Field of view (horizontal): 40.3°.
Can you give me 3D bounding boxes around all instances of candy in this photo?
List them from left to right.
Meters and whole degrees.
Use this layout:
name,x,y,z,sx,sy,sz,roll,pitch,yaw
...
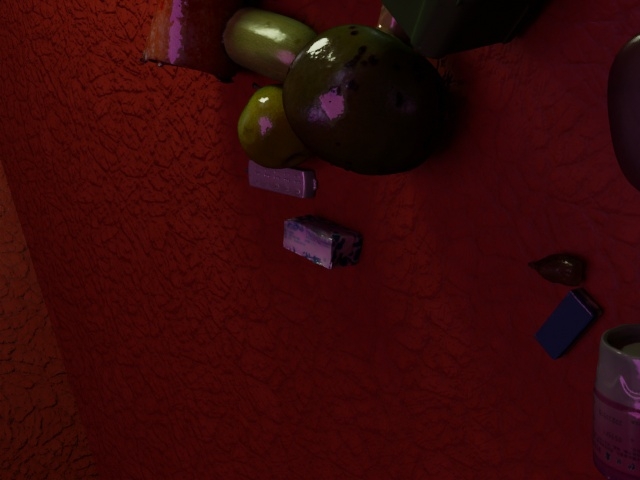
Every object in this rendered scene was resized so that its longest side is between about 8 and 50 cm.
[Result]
name,x,y,z,sx,sy,sz,roll,pitch,yaw
candy,0.000,0.000,1.798,0.160,0.092,0.073,24,116,43

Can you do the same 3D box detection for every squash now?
name,x,y,z,sx,sy,sz,roll,pitch,yaw
squash,-0.078,-0.389,1.764,0.247,0.133,0.132,28,121,41

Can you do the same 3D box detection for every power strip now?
name,x,y,z,sx,sy,sz,roll,pitch,yaw
power strip,-0.098,-0.140,1.929,0.253,0.027,0.060,16,112,47
power strip,0.396,0.136,1.401,0.056,0.032,0.123,53,136,28

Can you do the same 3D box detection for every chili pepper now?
name,x,y,z,sx,sy,sz,roll,pitch,yaw
chili pepper,-0.272,-0.507,1.876,0.229,0.251,0.305,10,111,12

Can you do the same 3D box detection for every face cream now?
name,x,y,z,sx,sy,sz,roll,pitch,yaw
face cream,0.473,0.231,1.221,0.175,0.175,0.194,12,110,48

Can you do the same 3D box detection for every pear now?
name,x,y,z,sx,sy,sz,roll,pitch,yaw
pear,-0.091,-0.253,1.795,0.180,0.166,0.216,117,140,-57

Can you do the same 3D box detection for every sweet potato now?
name,x,y,z,sx,sy,sz,roll,pitch,yaw
sweet potato,0.374,0.045,1.400,0.117,0.049,0.049,11,109,60

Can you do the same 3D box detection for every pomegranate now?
name,x,y,z,sx,sy,sz,roll,pitch,yaw
pomegranate,0.106,-0.260,1.492,0.323,0.291,0.290,-44,60,8

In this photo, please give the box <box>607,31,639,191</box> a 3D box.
name,x,y,z,sx,sy,sz,roll,pitch,yaw
box,0.547,-0.177,1.074,0.404,0.108,0.263,-3,98,51

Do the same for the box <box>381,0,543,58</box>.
name,x,y,z,sx,sy,sz,roll,pitch,yaw
box,0.190,-0.440,1.337,0.328,0.253,0.177,58,146,24
